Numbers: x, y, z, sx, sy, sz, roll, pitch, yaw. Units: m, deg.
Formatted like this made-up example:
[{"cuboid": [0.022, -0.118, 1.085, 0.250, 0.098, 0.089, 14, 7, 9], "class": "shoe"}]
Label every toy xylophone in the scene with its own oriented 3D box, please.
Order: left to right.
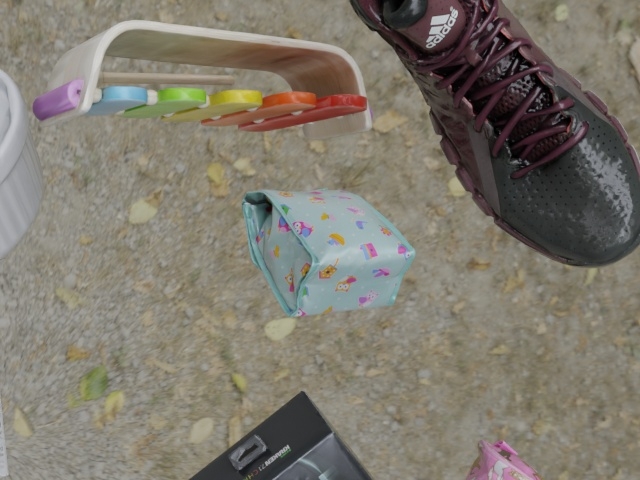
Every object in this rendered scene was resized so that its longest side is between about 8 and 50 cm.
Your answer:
[{"cuboid": [-0.115, -0.145, 0.840, 0.322, 0.236, 0.081, -2, 91, -27], "class": "toy xylophone"}]

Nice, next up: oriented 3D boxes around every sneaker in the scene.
[{"cuboid": [0.092, -0.096, 0.526, 0.106, 0.162, 0.281, -39, 79, 19], "class": "sneaker"}]

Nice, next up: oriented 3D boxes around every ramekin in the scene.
[{"cuboid": [-0.421, -0.062, 0.904, 0.272, 0.127, 0.273, -6, 51, 7], "class": "ramekin"}]

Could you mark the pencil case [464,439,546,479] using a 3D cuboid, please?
[{"cuboid": [0.248, 0.534, 1.467, 0.386, 0.167, 0.160, -58, 142, 0], "class": "pencil case"}]

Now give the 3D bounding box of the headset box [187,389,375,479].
[{"cuboid": [-0.040, 0.407, 1.306, 0.246, 0.131, 0.283, -38, 119, -5], "class": "headset box"}]

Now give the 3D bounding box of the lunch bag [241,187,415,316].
[{"cuboid": [0.000, 0.000, 1.529, 0.223, 0.160, 0.262, -5, 40, -32], "class": "lunch bag"}]

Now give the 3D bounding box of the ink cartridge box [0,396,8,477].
[{"cuboid": [-0.547, 0.226, 1.218, 0.100, 0.172, 0.237, -20, 69, 15], "class": "ink cartridge box"}]
